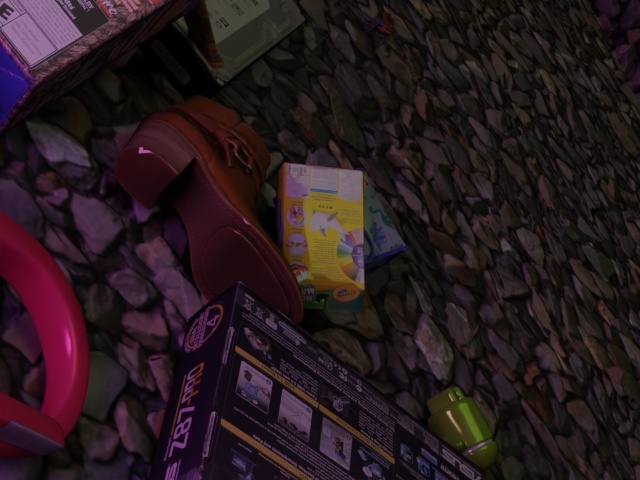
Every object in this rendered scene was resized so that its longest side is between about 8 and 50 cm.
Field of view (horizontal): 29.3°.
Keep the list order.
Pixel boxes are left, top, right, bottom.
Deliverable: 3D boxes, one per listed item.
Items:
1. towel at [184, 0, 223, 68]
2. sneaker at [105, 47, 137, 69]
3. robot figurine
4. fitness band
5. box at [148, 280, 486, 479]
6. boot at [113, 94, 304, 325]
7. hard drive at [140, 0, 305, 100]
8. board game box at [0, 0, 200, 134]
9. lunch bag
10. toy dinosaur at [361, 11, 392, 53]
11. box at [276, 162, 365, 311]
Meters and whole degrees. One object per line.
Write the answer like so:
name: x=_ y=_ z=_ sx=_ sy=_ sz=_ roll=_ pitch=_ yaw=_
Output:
towel: x=-0.151 y=-0.319 z=1.407 sx=0.102 sy=0.021 sz=0.237 roll=-127 pitch=-159 yaw=-48
sneaker: x=-0.273 y=-0.341 z=1.409 sx=0.153 sy=0.101 sz=0.269 roll=14 pitch=72 yaw=-36
robot figurine: x=0.178 y=0.242 z=1.528 sx=0.115 sy=0.067 sz=0.101 roll=62 pitch=22 yaw=14
fitness band: x=-0.278 y=0.063 z=0.994 sx=0.291 sy=0.054 sz=0.209 roll=50 pitch=23 yaw=-53
box: x=0.014 y=0.270 z=1.238 sx=0.395 sy=0.097 sz=0.318 roll=39 pitch=31 yaw=-24
boot: x=-0.102 y=-0.040 z=1.415 sx=0.283 sy=0.109 sz=0.220 roll=42 pitch=26 yaw=-5
hard drive: x=-0.161 y=-0.333 z=1.661 sx=0.237 sy=0.064 sz=0.339 roll=50 pitch=29 yaw=-7
board game box: x=-0.274 y=-0.292 z=1.254 sx=0.291 sy=0.141 sz=0.232 roll=-40 pitch=95 yaw=-33
lunch bag: x=0.019 y=-0.014 z=1.555 sx=0.151 sy=0.096 sz=0.129 roll=-16 pitch=74 yaw=-46
toy dinosaur: x=0.103 y=-0.363 z=2.061 sx=0.047 sy=0.090 sz=0.082 roll=47 pitch=-16 yaw=-31
box: x=0.000 y=0.000 z=1.473 sx=0.105 sy=0.043 sz=0.179 roll=6 pitch=68 yaw=-14
